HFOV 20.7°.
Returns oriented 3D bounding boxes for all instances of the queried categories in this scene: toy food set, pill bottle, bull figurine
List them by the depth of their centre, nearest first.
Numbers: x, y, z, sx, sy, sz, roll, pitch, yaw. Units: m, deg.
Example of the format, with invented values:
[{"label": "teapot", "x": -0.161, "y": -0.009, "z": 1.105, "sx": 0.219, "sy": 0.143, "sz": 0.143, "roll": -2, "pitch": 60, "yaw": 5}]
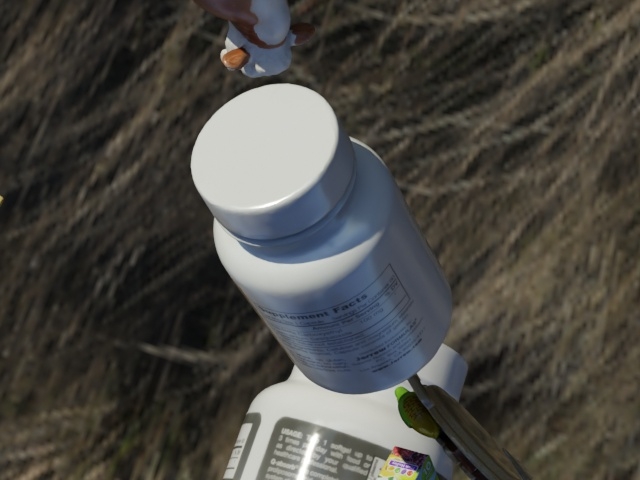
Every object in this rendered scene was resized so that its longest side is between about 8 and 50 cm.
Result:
[{"label": "pill bottle", "x": 0.000, "y": 0.000, "z": 1.209, "sx": 0.131, "sy": 0.131, "sz": 0.229, "roll": -1, "pitch": 148, "yaw": 22}, {"label": "toy food set", "x": 0.114, "y": 0.169, "z": 1.441, "sx": 0.038, "sy": 0.132, "sz": 0.192, "roll": -43, "pitch": 115, "yaw": 6}, {"label": "bull figurine", "x": -0.103, "y": -0.267, "z": 1.556, "sx": 0.188, "sy": 0.101, "sz": 0.310, "roll": 48, "pitch": 172, "yaw": 22}, {"label": "pill bottle", "x": 0.006, "y": 0.260, "z": 1.666, "sx": 0.210, "sy": 0.363, "sz": 0.210, "roll": 19, "pitch": 166, "yaw": 5}]

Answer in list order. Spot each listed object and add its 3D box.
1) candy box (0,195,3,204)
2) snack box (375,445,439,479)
[{"label": "candy box", "x": -0.429, "y": 0.006, "z": 1.843, "sx": 0.109, "sy": 0.186, "sz": 0.053, "roll": 34, "pitch": 158, "yaw": -17}, {"label": "snack box", "x": 0.070, "y": 0.250, "z": 1.425, "sx": 0.037, "sy": 0.100, "sz": 0.141, "roll": 9, "pitch": 141, "yaw": 30}]
